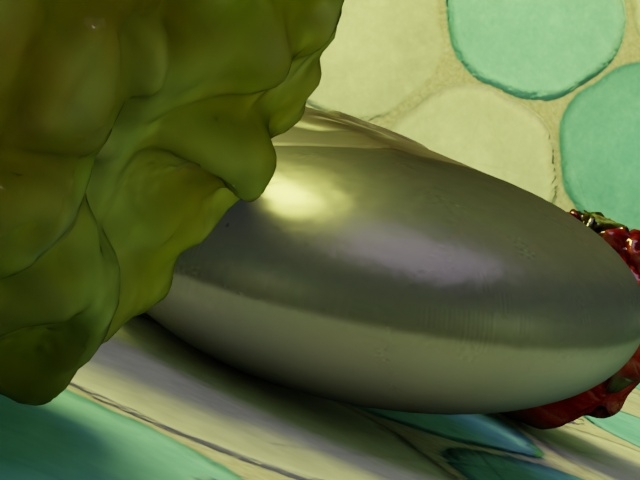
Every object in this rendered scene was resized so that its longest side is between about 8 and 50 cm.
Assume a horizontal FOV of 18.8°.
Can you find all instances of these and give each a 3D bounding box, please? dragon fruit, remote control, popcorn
[{"bbox_3d":[0.108,0.034,0.985,0.142,0.121,0.130,-14,-51,45],"label":"dragon fruit"},{"bbox_3d":[0.000,0.000,0.835,0.221,0.103,0.332,5,12,-25],"label":"remote control"},{"bbox_3d":[-0.104,-0.076,0.486,0.217,0.181,0.235,42,-9,16],"label":"popcorn"}]
